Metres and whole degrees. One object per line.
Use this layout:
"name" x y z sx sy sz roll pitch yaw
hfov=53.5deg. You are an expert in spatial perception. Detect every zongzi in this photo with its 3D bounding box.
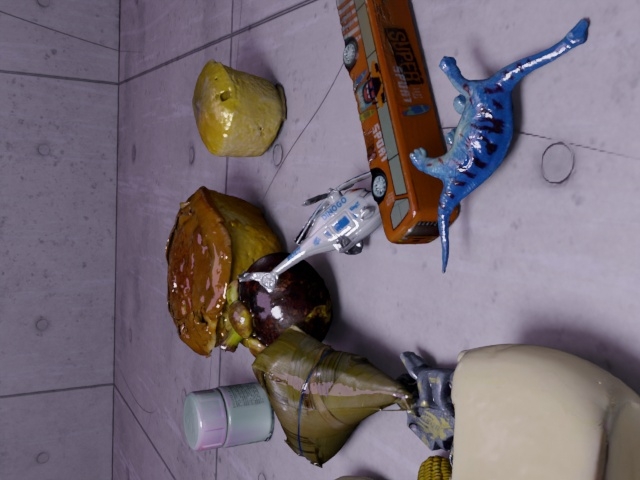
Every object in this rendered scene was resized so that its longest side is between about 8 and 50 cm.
"zongzi" 0.046 0.280 0.987 0.289 0.123 0.260 13 132 39

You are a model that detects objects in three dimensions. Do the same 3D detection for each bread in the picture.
"bread" -0.179 -0.271 1.331 0.197 0.170 0.197 -5 85 62
"bread" -0.212 0.063 1.370 0.358 0.204 0.337 -124 40 -50

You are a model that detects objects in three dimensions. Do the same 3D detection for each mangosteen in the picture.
"mangosteen" -0.088 0.127 1.131 0.192 0.217 0.192 56 164 26

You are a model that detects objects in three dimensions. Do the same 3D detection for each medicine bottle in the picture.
"medicine bottle" -0.202 0.384 1.385 0.135 0.168 0.135 3 93 60

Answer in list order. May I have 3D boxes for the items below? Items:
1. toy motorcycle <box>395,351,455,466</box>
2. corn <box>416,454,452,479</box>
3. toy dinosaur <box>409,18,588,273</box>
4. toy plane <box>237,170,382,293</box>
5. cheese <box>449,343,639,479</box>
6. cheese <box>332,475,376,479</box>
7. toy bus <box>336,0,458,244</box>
"toy motorcycle" 0.161 0.216 0.843 0.193 0.061 0.124 44 125 52
"corn" 0.159 0.355 0.768 0.231 0.080 0.080 -83 7 -64
"toy dinosaur" 0.187 -0.133 0.780 0.144 0.076 0.329 48 121 41
"toy plane" -0.004 0.001 0.994 0.107 0.273 0.182 52 174 10
"cheese" 0.203 0.238 0.628 0.233 0.127 0.266 -7 61 45
"cheese" 0.089 0.549 0.911 0.351 0.129 0.329 -164 72 -64
"toy bus" 0.103 -0.197 0.910 0.092 0.093 0.409 -33 64 54
